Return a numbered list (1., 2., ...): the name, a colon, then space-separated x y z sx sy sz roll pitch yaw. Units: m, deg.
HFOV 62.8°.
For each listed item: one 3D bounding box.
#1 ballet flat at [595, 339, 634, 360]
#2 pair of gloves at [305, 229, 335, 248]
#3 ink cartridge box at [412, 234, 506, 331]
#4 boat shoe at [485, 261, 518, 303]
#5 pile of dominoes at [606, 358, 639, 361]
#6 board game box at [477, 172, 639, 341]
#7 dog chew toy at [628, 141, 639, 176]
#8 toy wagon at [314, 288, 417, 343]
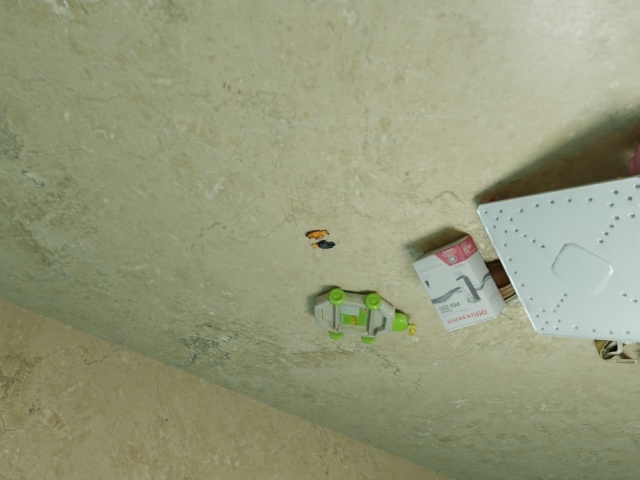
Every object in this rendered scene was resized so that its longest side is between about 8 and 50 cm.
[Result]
1. ballet flat: 0.932 0.302 1.613 0.080 0.073 0.232 11 143 3
2. pair of gloves: 0.000 0.000 1.519 0.074 0.010 0.083 -8 140 24
3. ink cartridge box: 0.372 0.119 1.414 0.159 0.092 0.217 -28 91 41
4. boat shoe: 0.447 0.125 1.478 0.105 0.110 0.307 31 139 -25
5. pile of dominoes: 1.040 0.394 1.648 0.196 0.040 0.251 -13 161 41
6. board game box: 0.589 0.052 1.164 0.390 0.050 0.389 -9 115 57
7. dog chew toy: 0.744 -0.170 0.944 0.332 0.206 0.207 -15 136 42
8. toy wagon: 0.153 0.262 1.778 0.345 0.068 0.267 6 143 6
